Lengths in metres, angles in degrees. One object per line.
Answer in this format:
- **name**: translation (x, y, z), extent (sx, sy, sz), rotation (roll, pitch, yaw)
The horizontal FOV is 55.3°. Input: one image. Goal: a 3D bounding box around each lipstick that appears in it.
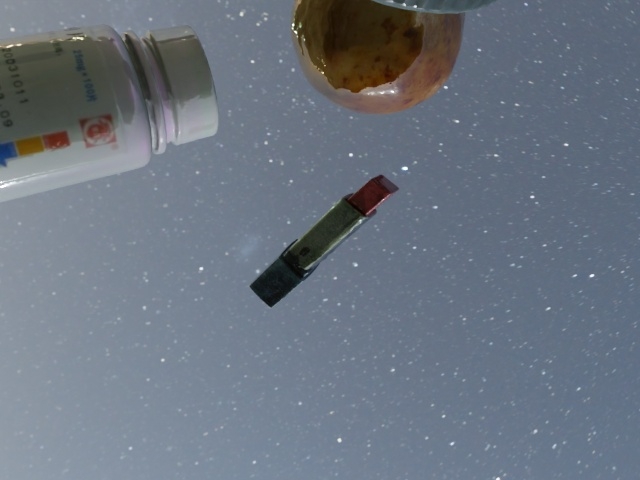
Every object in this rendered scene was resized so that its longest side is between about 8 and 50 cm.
- **lipstick**: translation (0.000, 0.000, 0.789), extent (0.051, 0.051, 0.312), rotation (47, -42, 0)

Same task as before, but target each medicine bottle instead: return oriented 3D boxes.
- **medicine bottle**: translation (-0.274, -0.153, 0.697), extent (0.170, 0.293, 0.170), rotation (50, -31, 45)

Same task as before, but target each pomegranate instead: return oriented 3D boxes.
- **pomegranate**: translation (0.073, -0.285, 0.812), extent (0.248, 0.248, 0.248), rotation (4, -84, 39)

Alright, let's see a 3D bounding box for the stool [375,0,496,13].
- **stool**: translation (0.114, -0.410, 0.528), extent (0.297, 0.297, 0.330), rotation (50, -33, 25)
